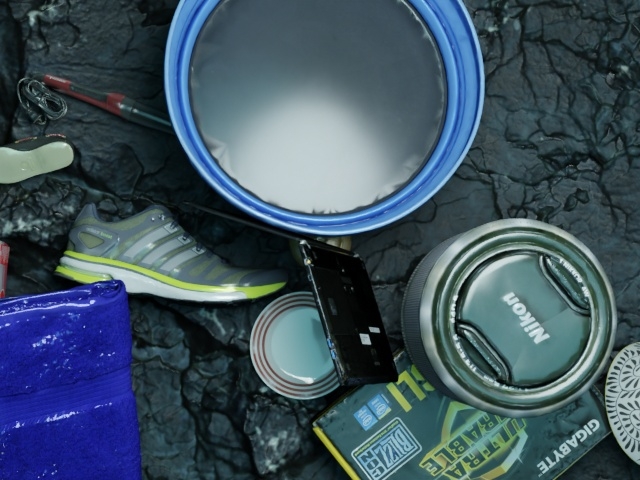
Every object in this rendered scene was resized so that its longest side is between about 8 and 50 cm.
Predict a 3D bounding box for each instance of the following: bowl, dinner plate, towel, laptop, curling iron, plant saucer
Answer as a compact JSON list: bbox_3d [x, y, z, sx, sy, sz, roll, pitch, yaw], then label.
[{"bbox_3d":[0.454,0.208,1.664,0.170,0.080,0.170,10,72,-32],"label":"bowl"},{"bbox_3d":[-0.022,0.138,1.707,0.141,0.017,0.141,0,87,-4],"label":"dinner plate"},{"bbox_3d":[-0.332,0.211,1.584,0.227,0.076,0.308,-9,110,-21],"label":"towel"},{"bbox_3d":[0.003,-0.194,1.584,0.391,0.077,0.391,1,81,-8],"label":"bowl"},{"bbox_3d":[-0.030,0.065,1.570,0.136,0.234,0.264,-20,80,16],"label":"laptop"},{"bbox_3d":[-0.264,-0.162,1.699,0.273,0.035,0.068,13,90,-2],"label":"curling iron"},{"bbox_3d":[0.000,0.000,1.717,0.083,0.015,0.084,0,87,-3],"label":"plant saucer"}]

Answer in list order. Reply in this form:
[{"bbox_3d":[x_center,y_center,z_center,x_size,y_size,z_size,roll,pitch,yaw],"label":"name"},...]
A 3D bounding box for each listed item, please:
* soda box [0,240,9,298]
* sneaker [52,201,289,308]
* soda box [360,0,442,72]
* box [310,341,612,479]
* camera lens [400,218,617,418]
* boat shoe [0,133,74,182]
[{"bbox_3d":[-0.456,0.128,1.647,0.092,0.083,0.263,5,86,-4],"label":"soda box"},{"bbox_3d":[-0.186,0.018,1.661,0.299,0.111,0.121,8,83,-5],"label":"sneaker"},{"bbox_3d":[0.081,-0.318,1.700,0.098,0.091,0.286,-15,88,-5],"label":"soda box"},{"bbox_3d":[0.187,0.236,1.686,0.322,0.079,0.257,-38,88,-5],"label":"box"},{"bbox_3d":[0.210,0.091,1.520,0.219,0.274,0.220,0,86,-4],"label":"camera lens"},{"bbox_3d":[-0.386,-0.107,1.687,0.133,0.042,0.049,-11,113,-3],"label":"boat shoe"}]
